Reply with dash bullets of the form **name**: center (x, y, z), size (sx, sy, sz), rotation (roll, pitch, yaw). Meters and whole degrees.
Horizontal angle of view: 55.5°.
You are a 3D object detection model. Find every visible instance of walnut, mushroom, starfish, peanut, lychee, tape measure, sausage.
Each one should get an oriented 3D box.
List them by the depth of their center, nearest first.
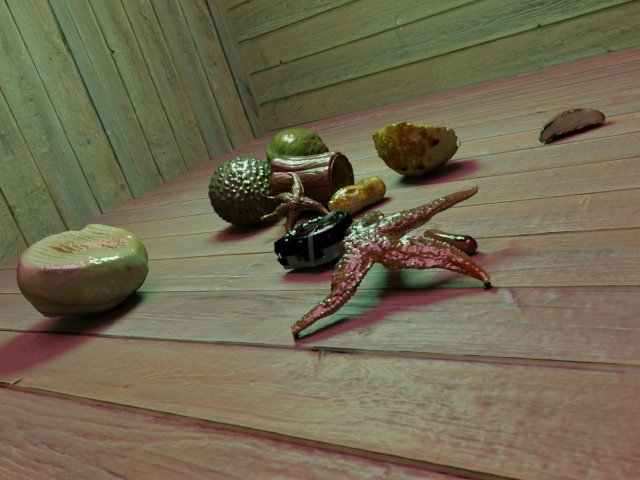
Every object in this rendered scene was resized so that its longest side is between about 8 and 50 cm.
- **starfish**: center (0.149, 0.027, 1.264), size (0.383, 0.132, 0.398), rotation (-8, 26, 17)
- **sausage**: center (0.282, -0.001, 1.345), size (0.047, 0.041, 0.176), rotation (-26, 17, -19)
- **tape measure**: center (0.004, 0.000, 1.522), size (0.182, 0.107, 0.180), rotation (-32, 19, -36)
- **peanut**: center (0.112, -0.131, 1.839), size (0.206, 0.087, 0.087), rotation (-26, 18, -28)
- **starfish**: center (-0.077, -0.111, 1.843), size (0.237, 0.057, 0.213), rotation (5, 72, 27)
- **mushroom**: center (0.766, -0.365, 1.888), size (0.209, 0.072, 0.094), rotation (-18, 9, 5)
- **lychee**: center (-0.252, -0.162, 2.083), size (0.255, 0.255, 0.274), rotation (-26, 50, -20)
- **walnut**: center (-0.085, -0.331, 2.408), size (0.282, 0.228, 0.283), rotation (10, 27, -5)

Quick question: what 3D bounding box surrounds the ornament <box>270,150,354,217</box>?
- **ornament**: center (-0.022, -0.184, 1.970), size (0.217, 0.235, 0.221), rotation (-4, 56, 31)

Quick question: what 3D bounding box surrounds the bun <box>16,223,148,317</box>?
- **bun**: center (-0.671, 0.101, 1.730), size (0.364, 0.220, 0.365), rotation (-1, 21, 0)

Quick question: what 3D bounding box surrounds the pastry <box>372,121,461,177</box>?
- **pastry**: center (0.302, -0.286, 1.956), size (0.236, 0.171, 0.255), rotation (-2, 5, -35)
